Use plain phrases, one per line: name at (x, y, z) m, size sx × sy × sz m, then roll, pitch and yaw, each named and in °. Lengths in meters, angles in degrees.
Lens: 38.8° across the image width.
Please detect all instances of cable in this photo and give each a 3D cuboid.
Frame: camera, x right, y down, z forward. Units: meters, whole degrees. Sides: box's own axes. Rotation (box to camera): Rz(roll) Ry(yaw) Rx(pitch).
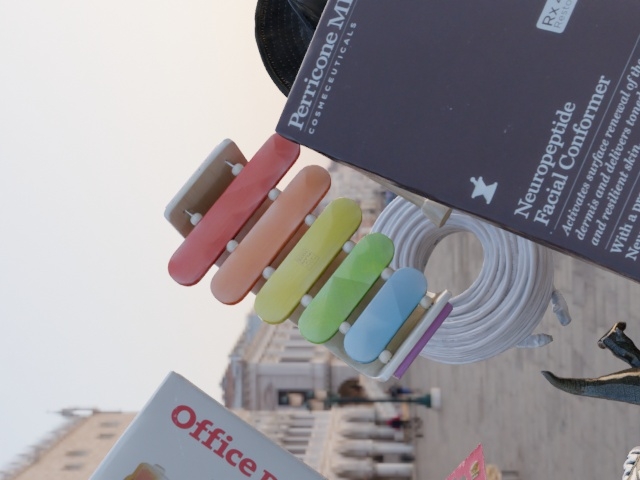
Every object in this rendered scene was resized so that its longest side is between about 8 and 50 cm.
cable at (0.181, 0.037, 1.220) m, size 0.089 × 0.257 × 0.257 m, roll 25°, pitch -131°, yaw -60°

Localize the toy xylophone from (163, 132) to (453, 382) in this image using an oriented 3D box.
toy xylophone at (0.000, 0.000, 0.982) m, size 0.236 × 0.323 × 0.081 m, roll -60°, pitch -14°, yaw -14°

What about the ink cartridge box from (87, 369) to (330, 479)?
ink cartridge box at (-0.160, 0.370, 0.954) m, size 0.384 × 0.279 × 0.160 m, roll -54°, pitch -1°, yaw -18°

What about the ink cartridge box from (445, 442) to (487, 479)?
ink cartridge box at (0.161, 0.396, 1.160) m, size 0.181 × 0.056 × 0.224 m, roll 118°, pitch 157°, yaw -45°

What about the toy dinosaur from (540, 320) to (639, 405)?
toy dinosaur at (0.352, 0.119, 0.804) m, size 0.121 × 0.313 × 0.160 m, roll -68°, pitch 25°, yaw 21°

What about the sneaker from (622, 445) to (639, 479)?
sneaker at (0.462, 0.369, 1.271) m, size 0.106 × 0.078 × 0.234 m, roll -33°, pitch 10°, yaw 47°

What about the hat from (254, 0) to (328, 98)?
hat at (0.058, -0.288, 0.909) m, size 0.134 × 0.331 × 0.331 m, roll 44°, pitch -137°, yaw -58°

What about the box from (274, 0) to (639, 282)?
box at (0.163, -0.102, 0.709) m, size 0.143 × 0.381 × 0.191 m, roll 17°, pitch -84°, yaw -49°
